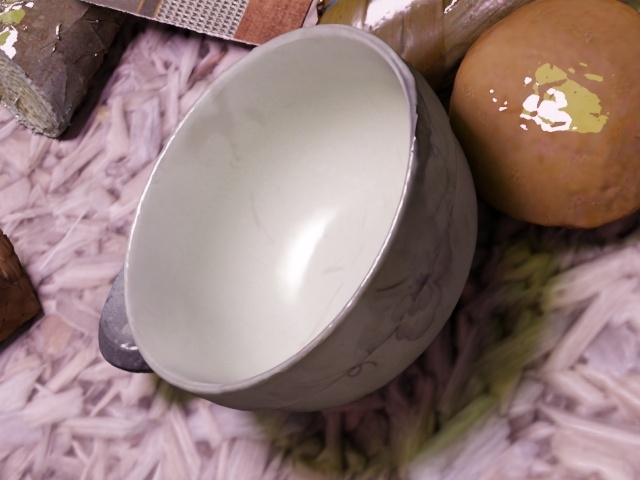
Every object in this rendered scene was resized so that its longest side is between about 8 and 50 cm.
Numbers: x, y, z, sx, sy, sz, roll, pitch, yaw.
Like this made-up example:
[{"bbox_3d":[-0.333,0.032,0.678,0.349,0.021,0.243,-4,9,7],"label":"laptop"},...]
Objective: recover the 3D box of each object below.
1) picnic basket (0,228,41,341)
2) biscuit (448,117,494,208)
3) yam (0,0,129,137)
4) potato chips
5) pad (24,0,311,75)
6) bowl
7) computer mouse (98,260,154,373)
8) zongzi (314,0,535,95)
[{"bbox_3d":[-0.359,0.027,1.794,0.138,0.128,0.178,-37,60,6],"label":"picnic basket"},{"bbox_3d":[0.195,-0.095,1.508,0.228,0.031,0.176,11,66,44],"label":"biscuit"},{"bbox_3d":[-0.263,-0.243,1.917,0.154,0.154,0.254,15,72,45],"label":"yam"},{"bbox_3d":[0.174,-0.102,1.445,0.195,0.062,0.208,-32,56,24],"label":"potato chips"},{"bbox_3d":[-0.146,-0.221,1.782,0.250,0.055,0.323,15,48,14],"label":"pad"},{"bbox_3d":[0.000,0.000,1.482,0.307,0.163,0.307,-23,52,32],"label":"bowl"},{"bbox_3d":[-0.115,0.032,1.640,0.113,0.068,0.229,12,54,24],"label":"computer mouse"},{"bbox_3d":[0.101,-0.143,1.577,0.260,0.123,0.289,8,79,32],"label":"zongzi"}]
